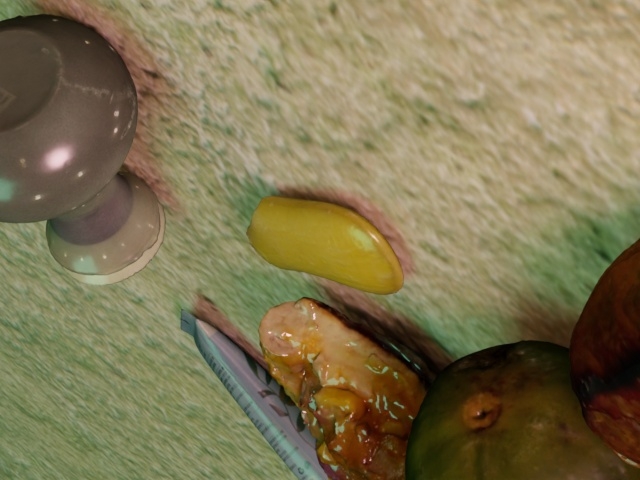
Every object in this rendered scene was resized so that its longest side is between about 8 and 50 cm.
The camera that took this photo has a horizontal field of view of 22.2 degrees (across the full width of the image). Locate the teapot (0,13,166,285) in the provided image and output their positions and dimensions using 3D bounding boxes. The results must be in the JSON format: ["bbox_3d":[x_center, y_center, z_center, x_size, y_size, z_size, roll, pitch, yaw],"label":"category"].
[{"bbox_3d":[-0.218,-0.063,1.368,0.183,0.183,0.251,31,163,28],"label":"teapot"}]

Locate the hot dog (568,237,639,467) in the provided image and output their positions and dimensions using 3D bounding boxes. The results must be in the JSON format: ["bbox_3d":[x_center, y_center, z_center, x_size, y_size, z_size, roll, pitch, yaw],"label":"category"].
[{"bbox_3d":[0.232,0.063,0.914,0.160,0.099,0.227,48,155,-6],"label":"hot dog"}]

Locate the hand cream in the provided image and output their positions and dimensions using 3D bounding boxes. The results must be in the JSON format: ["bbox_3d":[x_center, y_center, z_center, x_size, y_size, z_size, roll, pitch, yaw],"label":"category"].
[{"bbox_3d":[-0.042,0.171,1.586,0.271,0.058,0.091,46,168,7],"label":"hand cream"}]

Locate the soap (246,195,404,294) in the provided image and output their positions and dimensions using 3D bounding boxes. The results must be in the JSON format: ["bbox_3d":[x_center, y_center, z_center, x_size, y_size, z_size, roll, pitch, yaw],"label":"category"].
[{"bbox_3d":[0.000,0.000,1.266,0.168,0.033,0.089,16,141,48],"label":"soap"}]

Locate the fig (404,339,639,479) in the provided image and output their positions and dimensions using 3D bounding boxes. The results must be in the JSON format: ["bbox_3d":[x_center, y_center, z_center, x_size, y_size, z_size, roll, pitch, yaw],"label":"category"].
[{"bbox_3d":[0.154,0.187,1.135,0.195,0.195,0.245,27,151,35],"label":"fig"}]

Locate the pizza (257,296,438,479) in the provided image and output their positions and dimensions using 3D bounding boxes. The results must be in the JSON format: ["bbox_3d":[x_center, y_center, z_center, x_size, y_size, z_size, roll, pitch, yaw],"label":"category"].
[{"bbox_3d":[0.103,0.205,1.345,0.409,0.114,0.278,49,163,-22],"label":"pizza"}]
